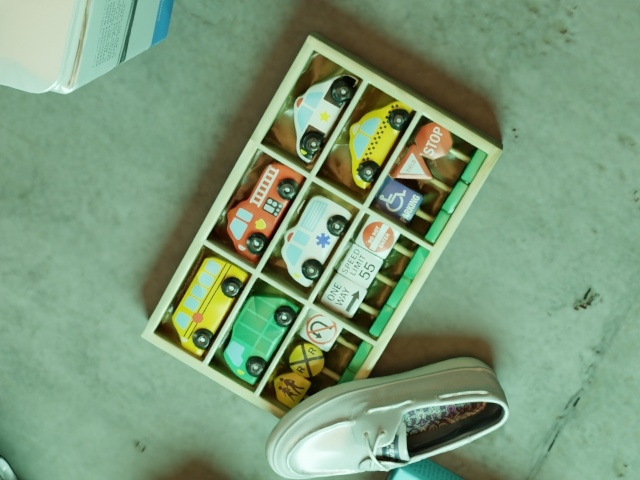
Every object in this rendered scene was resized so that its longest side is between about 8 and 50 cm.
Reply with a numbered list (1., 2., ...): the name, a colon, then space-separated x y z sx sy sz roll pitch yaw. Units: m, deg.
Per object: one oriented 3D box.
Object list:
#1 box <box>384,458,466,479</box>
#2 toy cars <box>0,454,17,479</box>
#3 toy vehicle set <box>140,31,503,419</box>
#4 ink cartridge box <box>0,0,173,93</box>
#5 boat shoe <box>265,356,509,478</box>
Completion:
1. box: 0.144 0.265 1.526 0.244 0.060 0.100 29 103 0
2. toy cars: -0.152 0.260 1.551 0.393 0.087 0.176 18 107 -1
3. toy vehicle set: 0.000 0.000 1.501 0.166 0.035 0.267 30 103 0
4. ink cartridge box: -0.226 -0.201 1.347 0.223 0.307 0.129 14 103 3
5. boat shoe: 0.052 0.142 1.486 0.184 0.063 0.066 -12 116 -11
